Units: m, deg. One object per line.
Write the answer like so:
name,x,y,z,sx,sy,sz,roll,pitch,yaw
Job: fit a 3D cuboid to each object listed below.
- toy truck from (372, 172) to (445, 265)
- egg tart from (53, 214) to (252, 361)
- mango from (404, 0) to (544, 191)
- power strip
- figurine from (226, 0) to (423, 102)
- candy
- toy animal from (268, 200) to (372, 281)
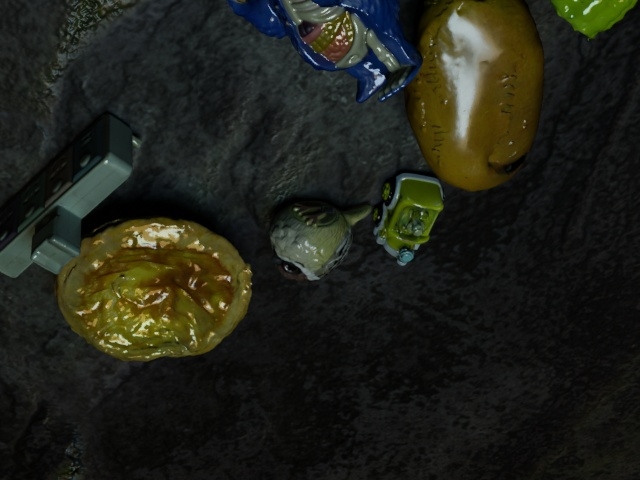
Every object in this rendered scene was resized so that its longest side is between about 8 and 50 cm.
toy truck,0.109,-0.022,1.385,0.076,0.077,0.111,7,131,-16
egg tart,-0.203,0.048,1.377,0.241,0.106,0.241,-4,130,-5
mango,0.160,-0.166,1.215,0.151,0.156,0.249,16,141,24
power strip,-0.288,-0.027,1.263,0.215,0.145,0.061,-38,126,24
figurine,-0.003,-0.249,1.129,0.262,0.164,0.121,43,71,-32
candy,0.317,-0.303,1.153,0.096,0.097,0.209,29,118,-31
toy animal,0.000,0.000,1.383,0.137,0.098,0.098,-12,138,-30
